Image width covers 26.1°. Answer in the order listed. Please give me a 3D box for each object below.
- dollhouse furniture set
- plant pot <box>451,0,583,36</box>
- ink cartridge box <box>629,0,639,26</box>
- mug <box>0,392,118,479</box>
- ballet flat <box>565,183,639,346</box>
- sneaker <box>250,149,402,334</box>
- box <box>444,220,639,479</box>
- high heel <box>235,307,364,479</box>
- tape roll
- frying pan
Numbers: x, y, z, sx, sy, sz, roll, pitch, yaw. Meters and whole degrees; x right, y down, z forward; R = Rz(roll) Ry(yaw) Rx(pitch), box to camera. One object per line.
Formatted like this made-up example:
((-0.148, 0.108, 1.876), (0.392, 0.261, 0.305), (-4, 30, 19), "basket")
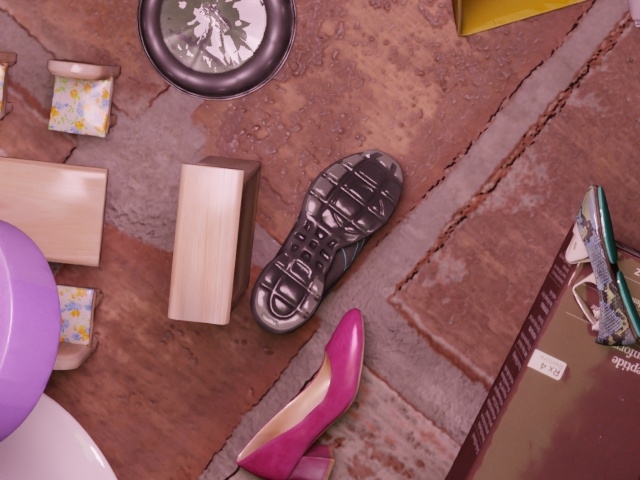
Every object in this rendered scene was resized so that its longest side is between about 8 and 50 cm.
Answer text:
((-0.280, -0.026, 1.604), (0.394, 0.256, 0.362), (6, 97, 1), "dollhouse furniture set")
((0.234, -0.373, 1.580), (0.212, 0.212, 0.187), (-16, 83, 4), "plant pot")
((0.499, -0.363, 1.605), (0.272, 0.115, 0.198), (-7, 97, 3), "ink cartridge box")
((-0.466, 0.330, 1.651), (0.328, 0.276, 0.374), (-37, 92, 12), "mug")
((0.310, 0.033, 1.556), (0.070, 0.070, 0.188), (-15, 92, 4), "ballet flat")
((0.000, 0.000, 1.683), (0.101, 0.106, 0.267), (38, 77, 2), "sneaker")
((0.315, 0.189, 1.672), (0.191, 0.143, 0.381), (24, 99, -1), "box")
((-0.022, 0.190, 1.711), (0.117, 0.082, 0.244), (13, 110, -10), "high heel")
((-0.421, 0.098, 1.508), (0.274, 0.090, 0.275), (-6, 75, 26), "tape roll")
((-0.067, -0.287, 1.672), (0.326, 0.053, 0.197), (-17, 97, 7), "frying pan")
